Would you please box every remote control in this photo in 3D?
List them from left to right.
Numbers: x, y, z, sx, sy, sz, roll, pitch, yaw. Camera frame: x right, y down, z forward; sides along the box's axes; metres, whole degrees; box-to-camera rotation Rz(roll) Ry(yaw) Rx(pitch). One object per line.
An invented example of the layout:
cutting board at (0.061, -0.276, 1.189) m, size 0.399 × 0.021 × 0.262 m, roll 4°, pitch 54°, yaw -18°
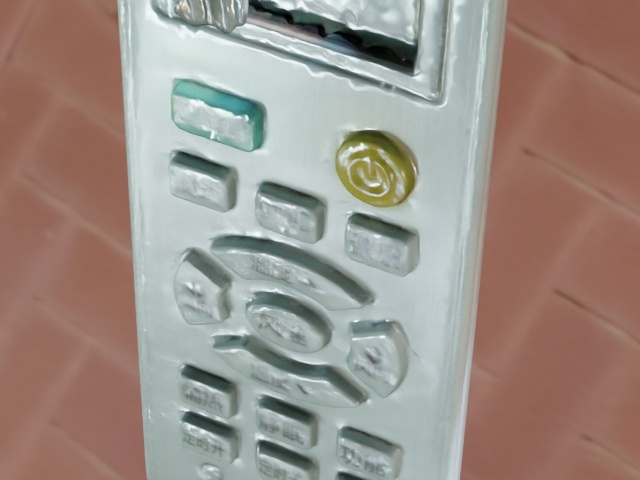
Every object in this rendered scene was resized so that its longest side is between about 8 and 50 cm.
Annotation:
remote control at (0.000, 0.000, 0.513) m, size 0.103 × 0.293 × 0.051 m, roll 19°, pitch 47°, yaw 19°
